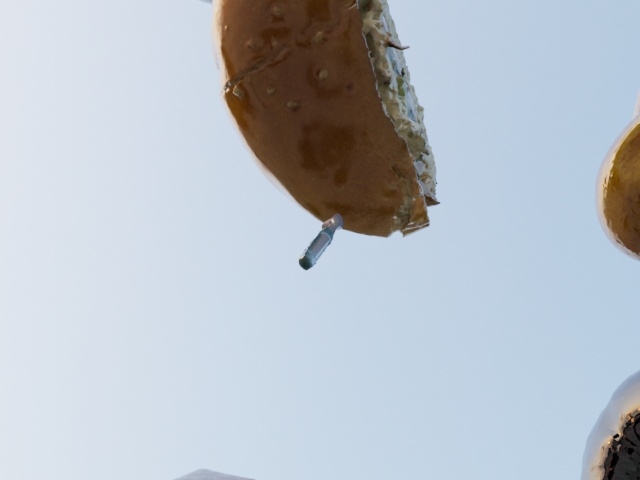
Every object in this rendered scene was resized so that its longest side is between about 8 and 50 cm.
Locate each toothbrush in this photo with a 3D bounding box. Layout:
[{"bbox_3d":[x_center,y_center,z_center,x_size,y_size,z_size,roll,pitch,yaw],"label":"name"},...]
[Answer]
[{"bbox_3d":[0.000,0.000,0.615,0.014,0.167,0.011,-28,-85,11],"label":"toothbrush"}]

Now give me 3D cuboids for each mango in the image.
[{"bbox_3d":[0.279,-0.055,0.723,0.115,0.089,0.165,30,-63,-10],"label":"mango"}]

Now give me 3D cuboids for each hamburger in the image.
[{"bbox_3d":[-0.004,-0.129,0.755,0.156,0.144,0.283,-16,-89,6],"label":"hamburger"}]

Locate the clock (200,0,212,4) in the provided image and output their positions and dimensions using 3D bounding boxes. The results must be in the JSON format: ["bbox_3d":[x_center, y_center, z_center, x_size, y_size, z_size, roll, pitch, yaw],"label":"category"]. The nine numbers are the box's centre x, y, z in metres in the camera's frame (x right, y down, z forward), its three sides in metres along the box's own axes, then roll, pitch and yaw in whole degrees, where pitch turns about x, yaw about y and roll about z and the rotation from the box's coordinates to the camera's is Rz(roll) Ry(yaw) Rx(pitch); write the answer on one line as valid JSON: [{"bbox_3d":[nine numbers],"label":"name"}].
[{"bbox_3d":[-0.113,-0.354,1.058,0.040,0.185,0.185,7,-46,-19],"label":"clock"}]

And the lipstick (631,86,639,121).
[{"bbox_3d":[0.383,-0.175,1.078,0.040,0.040,0.141,21,-27,19],"label":"lipstick"}]

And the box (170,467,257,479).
[{"bbox_3d":[-0.066,0.145,0.434,0.045,0.098,0.062,7,-86,24],"label":"box"}]

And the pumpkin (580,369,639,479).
[{"bbox_3d":[0.409,0.260,0.906,0.315,0.315,0.238,-13,-23,33],"label":"pumpkin"}]
